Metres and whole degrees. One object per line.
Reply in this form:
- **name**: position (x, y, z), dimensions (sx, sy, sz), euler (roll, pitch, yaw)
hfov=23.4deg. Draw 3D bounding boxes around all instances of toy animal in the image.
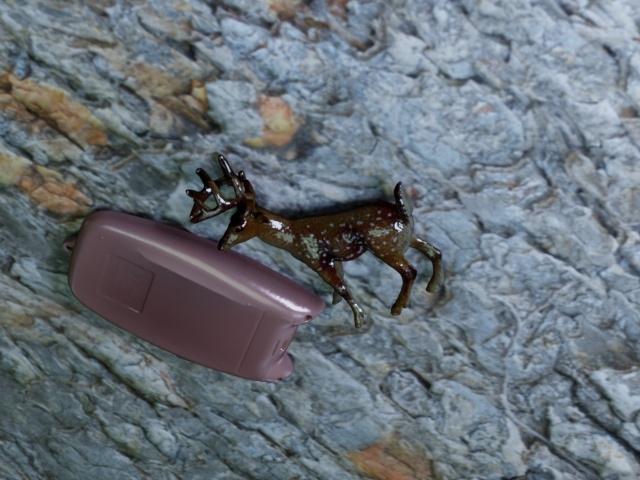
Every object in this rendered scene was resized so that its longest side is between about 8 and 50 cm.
- **toy animal**: position (0.000, -0.012, 1.761), dimensions (0.243, 0.087, 0.260), euler (-18, 126, 18)

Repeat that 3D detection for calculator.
- **calculator**: position (-0.171, 0.072, 1.924), dimensions (0.329, 0.048, 0.220), euler (23, 140, -1)
